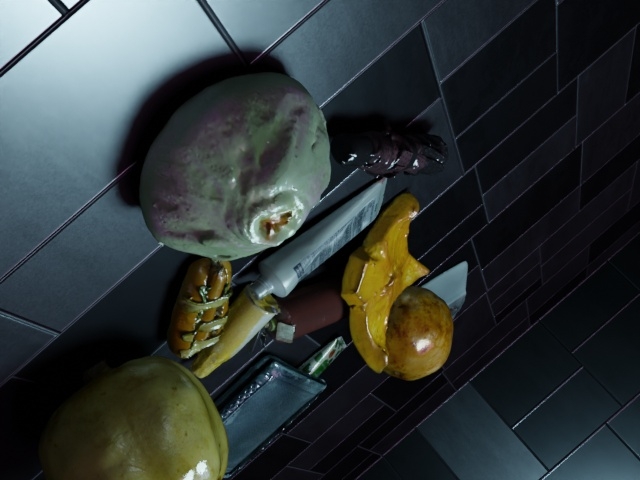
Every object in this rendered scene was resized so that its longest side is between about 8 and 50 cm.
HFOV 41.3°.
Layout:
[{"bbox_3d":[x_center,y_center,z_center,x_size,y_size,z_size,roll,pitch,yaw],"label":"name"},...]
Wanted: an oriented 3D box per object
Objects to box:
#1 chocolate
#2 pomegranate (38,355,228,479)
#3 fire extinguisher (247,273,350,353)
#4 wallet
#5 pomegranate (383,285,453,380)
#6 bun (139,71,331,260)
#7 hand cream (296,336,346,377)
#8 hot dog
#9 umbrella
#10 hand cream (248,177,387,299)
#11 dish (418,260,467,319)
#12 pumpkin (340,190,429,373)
[{"bbox_3d":[-0.174,0.178,1.614,0.219,0.086,0.085,-47,156,22],"label":"chocolate"},{"bbox_3d":[-0.315,0.352,1.416,0.332,0.332,0.333,-33,155,-18],"label":"pomegranate"},{"bbox_3d":[-0.037,0.150,1.729,0.269,0.105,0.105,-18,148,-43],"label":"fire extinguisher"},{"bbox_3d":[-0.169,0.412,1.983,0.342,0.075,0.237,-45,140,8],"label":"wallet"},{"bbox_3d":[0.214,0.221,2.084,0.248,0.248,0.248,-33,155,-18],"label":"pomegranate"},{"bbox_3d":[-0.092,-0.077,1.157,0.293,0.187,0.293,-35,155,-19],"label":"bun"},{"bbox_3d":[-0.044,0.341,2.105,0.276,0.059,0.095,-42,156,-8],"label":"hand cream"},{"bbox_3d":[-0.203,0.116,1.463,0.109,0.072,0.270,-26,153,-35],"label":"hot dog"},{"bbox_3d":[0.123,-0.150,1.471,0.326,0.090,0.094,-6,142,-52],"label":"umbrella"},{"bbox_3d":[0.000,0.000,1.593,0.340,0.077,0.124,-39,157,-25],"label":"hand cream"},{"bbox_3d":[0.332,0.182,2.358,0.181,0.080,0.243,-28,154,-27],"label":"dish"},{"bbox_3d":[0.130,0.082,1.754,0.290,0.095,0.258,-58,146,-29],"label":"pumpkin"}]
